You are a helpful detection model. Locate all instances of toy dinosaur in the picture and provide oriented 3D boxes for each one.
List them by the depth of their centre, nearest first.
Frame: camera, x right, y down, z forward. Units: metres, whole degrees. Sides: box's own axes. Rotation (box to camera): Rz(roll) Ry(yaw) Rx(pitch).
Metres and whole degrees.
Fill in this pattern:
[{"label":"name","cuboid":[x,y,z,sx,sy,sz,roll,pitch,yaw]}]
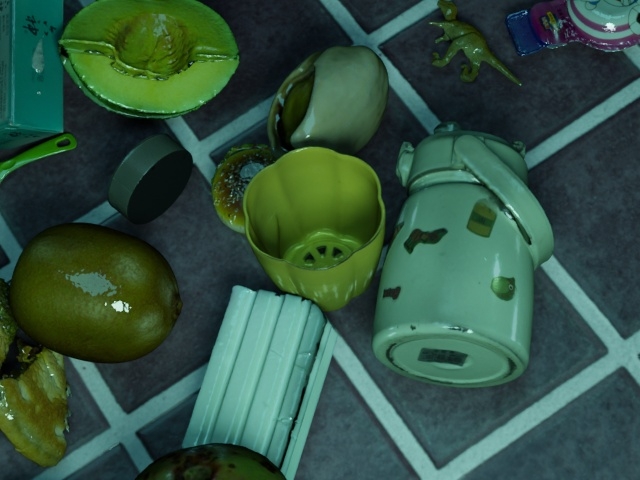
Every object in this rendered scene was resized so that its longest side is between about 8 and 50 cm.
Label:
[{"label":"toy dinosaur","cuboid":[0.236,-0.298,2.026,0.162,0.039,0.126,12,66,12]}]

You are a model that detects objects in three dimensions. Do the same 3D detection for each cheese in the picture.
[{"label":"cheese","cuboid":[0.399,-0.341,2.009,0.244,0.062,0.155,-16,66,1]}]

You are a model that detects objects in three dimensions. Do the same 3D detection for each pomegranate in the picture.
[{"label":"pomegranate","cuboid":[-0.112,0.383,1.651,0.242,0.306,0.242,-21,41,19]}]

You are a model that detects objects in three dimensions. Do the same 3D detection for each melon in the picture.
[{"label":"melon","cuboid":[-0.259,-0.283,2.048,0.265,0.129,0.169,2,43,-7]}]

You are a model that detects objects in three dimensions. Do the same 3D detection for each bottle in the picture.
[{"label":"bottle","cuboid":[0.199,0.005,1.805,0.229,0.229,0.352,5,63,10]}]

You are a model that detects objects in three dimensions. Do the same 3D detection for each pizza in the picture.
[{"label":"pizza","cuboid":[-0.404,0.205,1.857,0.069,0.154,0.194,-22,36,19]}]

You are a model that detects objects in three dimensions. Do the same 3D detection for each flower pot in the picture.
[{"label":"flower pot","cuboid":[0.000,0.000,1.838,0.195,0.179,0.195,-4,58,6]}]

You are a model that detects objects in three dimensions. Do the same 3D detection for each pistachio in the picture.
[{"label":"pistachio","cuboid":[0.013,-0.192,1.946,0.238,0.138,0.153,-42,100,-37]}]

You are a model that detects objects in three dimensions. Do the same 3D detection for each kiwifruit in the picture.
[{"label":"kiwifruit","cuboid":[-0.304,0.074,1.847,0.234,0.196,0.196,12,68,5]}]

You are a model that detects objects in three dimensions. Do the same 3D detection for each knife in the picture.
[{"label":"knife","cuboid":[-0.449,-0.119,2.050,0.166,0.022,0.078,-26,70,-3]}]

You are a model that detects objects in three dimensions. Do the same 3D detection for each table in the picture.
[{"label":"table","cuboid":[-0.245,-0.088,1.944,0.043,0.133,0.133,38,76,20]}]

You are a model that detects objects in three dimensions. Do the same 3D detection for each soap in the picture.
[{"label":"soap","cuboid":[-0.079,0.205,1.815,0.150,0.094,0.261,11,69,18]}]

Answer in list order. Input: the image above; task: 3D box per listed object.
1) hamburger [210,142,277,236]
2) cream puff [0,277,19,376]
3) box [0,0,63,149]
[{"label":"hamburger","cuboid":[-0.096,-0.075,1.946,0.126,0.081,0.141,-3,66,7]},{"label":"cream puff","cuboid":[-0.500,0.117,1.885,0.183,0.183,0.169,16,50,15]},{"label":"box","cuboid":[-0.461,-0.270,2.011,0.153,0.092,0.245,-9,78,46]}]
